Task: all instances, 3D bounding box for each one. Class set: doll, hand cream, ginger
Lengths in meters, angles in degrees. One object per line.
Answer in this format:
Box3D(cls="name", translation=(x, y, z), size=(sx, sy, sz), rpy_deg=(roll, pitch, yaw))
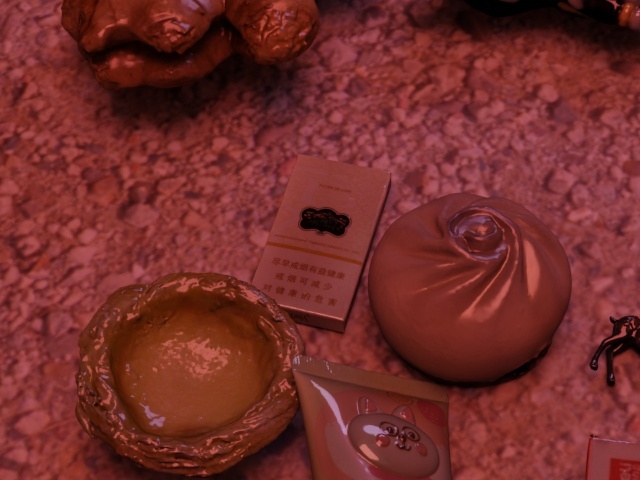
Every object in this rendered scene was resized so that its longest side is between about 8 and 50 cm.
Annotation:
Box3D(cls="doll", translation=(0.211, -0.256, 1.653), size=(0.316, 0.103, 0.145), rpy_deg=(18, 53, 8))
Box3D(cls="hand cream", translation=(0.052, 0.228, 1.322), size=(0.147, 0.093, 0.306), rpy_deg=(13, 47, -23))
Box3D(cls="ginger", translation=(-0.064, -0.265, 1.607), size=(0.375, 0.166, 0.236), rpy_deg=(-39, 21, -4))

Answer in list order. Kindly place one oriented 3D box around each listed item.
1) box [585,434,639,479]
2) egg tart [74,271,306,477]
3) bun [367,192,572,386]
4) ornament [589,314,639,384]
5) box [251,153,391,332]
Box3D(cls="box", translation=(0.255, 0.265, 1.309), size=(0.123, 0.050, 0.229), rpy_deg=(5, 55, 8))
Box3D(cls="egg tart", translation=(-0.104, 0.117, 1.409), size=(0.197, 0.078, 0.197), rpy_deg=(0, 56, 0))
Box3D(cls="bun", translation=(0.125, 0.027, 1.441), size=(0.173, 0.120, 0.173), rpy_deg=(-1, 52, 1))
Box3D(cls="ornament", translation=(0.282, 0.074, 1.458), size=(0.073, 0.028, 0.125), rpy_deg=(21, 60, 16))
Box3D(cls="box", translation=(0.000, 0.000, 1.521), size=(0.090, 0.024, 0.167), rpy_deg=(12, 56, 10))
